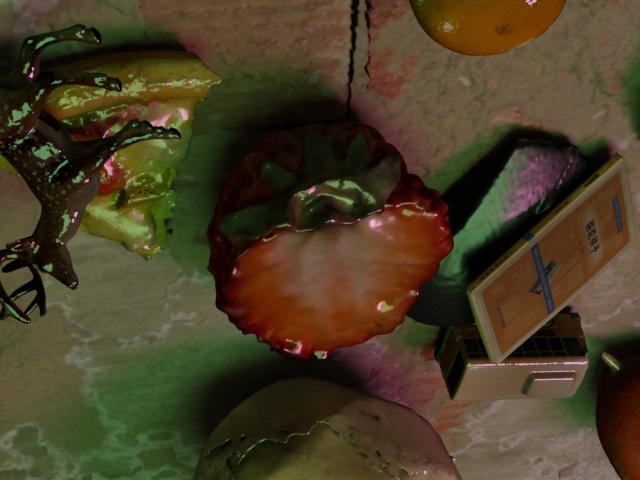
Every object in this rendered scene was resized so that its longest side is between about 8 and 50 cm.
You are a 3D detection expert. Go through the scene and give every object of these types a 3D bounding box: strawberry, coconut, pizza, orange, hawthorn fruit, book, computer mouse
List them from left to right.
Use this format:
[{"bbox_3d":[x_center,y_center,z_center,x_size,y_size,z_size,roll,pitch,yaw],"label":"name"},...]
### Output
[{"bbox_3d":[-0.207,-0.071,1.427,0.280,0.075,0.287,-19,136,5],"label":"pizza"},{"bbox_3d":[0.000,0.000,1.517,0.265,0.149,0.336,-18,147,-6],"label":"strawberry"},{"bbox_3d":[0.000,0.334,1.742,0.353,0.352,0.352,-8,136,-7],"label":"coconut"},{"bbox_3d":[0.159,-0.250,1.311,0.156,0.124,0.156,-8,153,-4],"label":"orange"},{"bbox_3d":[0.207,0.007,1.605,0.168,0.087,0.295,19,125,-34],"label":"computer mouse"},{"bbox_3d":[0.274,0.026,1.605,0.242,0.018,0.170,-40,143,-12],"label":"book"},{"bbox_3d":[0.450,0.234,1.845,0.199,0.199,0.251,-39,107,23],"label":"hawthorn fruit"}]

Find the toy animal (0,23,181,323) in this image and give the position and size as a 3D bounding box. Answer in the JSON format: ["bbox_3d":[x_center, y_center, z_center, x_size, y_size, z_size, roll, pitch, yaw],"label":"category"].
[{"bbox_3d":[-0.268,-0.065,1.330,0.260,0.087,0.243,-29,110,15],"label":"toy animal"}]

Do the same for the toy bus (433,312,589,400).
[{"bbox_3d":[0.248,0.148,1.746,0.182,0.103,0.091,0,135,-16],"label":"toy bus"}]
